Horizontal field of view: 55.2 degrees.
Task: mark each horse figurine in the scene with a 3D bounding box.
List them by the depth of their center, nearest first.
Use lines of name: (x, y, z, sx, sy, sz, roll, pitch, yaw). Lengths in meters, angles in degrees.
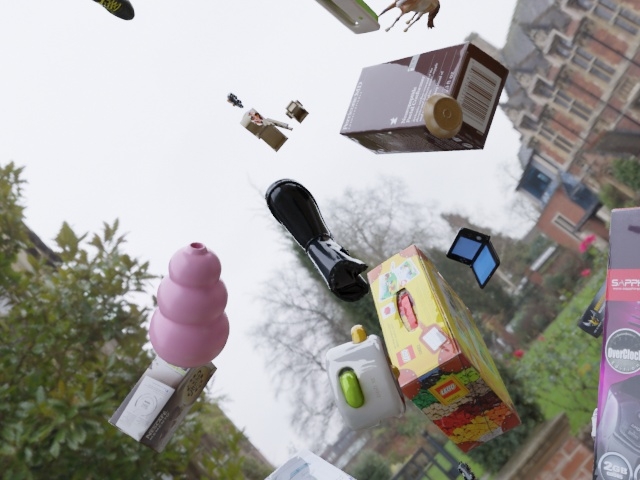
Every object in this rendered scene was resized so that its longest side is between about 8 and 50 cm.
horse figurine: (0.272, -0.678, 1.792, 0.263, 0.066, 0.174, -16, -13, -42)

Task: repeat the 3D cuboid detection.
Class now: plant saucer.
plant saucer: (0.222, -0.223, 1.087, 0.083, 0.083, 0.015, -41, 12, -19)

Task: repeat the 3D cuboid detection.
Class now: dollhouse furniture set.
dollhouse furniture set: (-0.148, -0.373, 1.761, 0.161, 0.101, 0.182, -49, -28, 5)

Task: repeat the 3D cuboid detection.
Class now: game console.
game console: (0.357, 0.042, 1.442, 0.122, 0.107, 0.071, 104, -173, -53)

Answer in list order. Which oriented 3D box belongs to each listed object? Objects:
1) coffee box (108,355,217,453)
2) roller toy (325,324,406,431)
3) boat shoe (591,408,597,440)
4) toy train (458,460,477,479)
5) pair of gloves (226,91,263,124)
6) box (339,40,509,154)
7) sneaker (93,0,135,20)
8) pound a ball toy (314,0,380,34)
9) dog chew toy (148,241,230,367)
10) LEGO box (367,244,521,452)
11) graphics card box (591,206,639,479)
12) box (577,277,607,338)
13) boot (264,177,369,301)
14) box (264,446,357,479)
coffee box: (-0.449, 0.446, 1.782, 0.297, 0.119, 0.168, -56, -22, -22)
roller toy: (0.107, 0.313, 1.368, 0.146, 0.209, 0.191, -21, -58, 6)
boat shoe: (0.727, 0.512, 1.499, 0.095, 0.258, 0.084, -10, 41, 54)
toy train: (0.356, 0.560, 1.360, 0.027, 0.158, 0.036, -46, -46, 13)
pair of gloves: (-0.139, -0.243, 1.132, 0.010, 0.083, 0.074, -52, 13, -6)
box: (0.221, -0.311, 1.400, 0.143, 0.381, 0.191, 22, -97, -29)
sneaker: (-0.275, -0.307, 0.779, 0.031, 0.035, 0.083, -41, -54, 22)
pound a ball toy: (0.060, -0.651, 1.487, 0.319, 0.136, 0.208, 21, -100, -47)
dog chew toy: (-0.327, 0.158, 1.557, 0.207, 0.207, 0.331, -24, -48, -49)
LEGO box: (0.355, 0.310, 1.836, 0.193, 0.500, 0.372, -34, -60, 15)
graphics card box: (0.456, 0.137, 0.714, 0.094, 0.233, 0.370, 12, -98, -34)
box: (0.707, 0.099, 1.422, 0.183, 0.056, 0.231, -23, -40, -41)
boot: (0.000, 0.000, 1.253, 0.094, 0.207, 0.246, -37, -52, -3)
box: (0.028, 0.607, 1.281, 0.127, 0.231, 0.261, -34, -68, -30)
